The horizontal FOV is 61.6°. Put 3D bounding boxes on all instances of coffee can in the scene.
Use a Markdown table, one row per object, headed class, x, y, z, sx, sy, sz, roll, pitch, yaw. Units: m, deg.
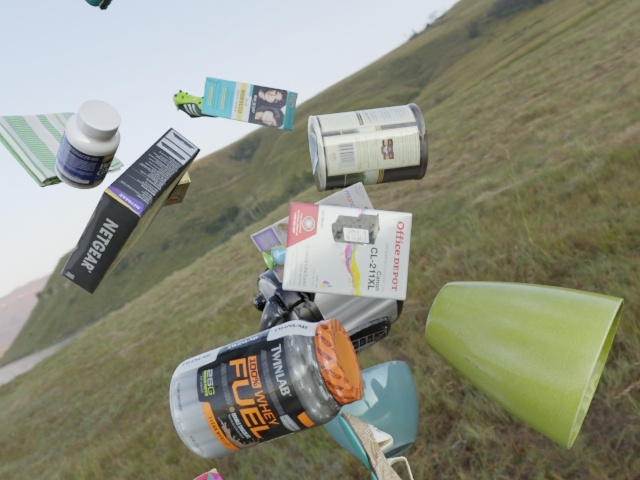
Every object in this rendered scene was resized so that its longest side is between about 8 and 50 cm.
| class | x | y | z | sx | sy | sz | roll | pitch | yaw |
| --- | --- | --- | --- | --- | --- | --- | --- | --- | --- |
| coffee can | 0.119 | -0.242 | 1.409 | 0.276 | 0.201 | 0.201 | -8 | 2 | -6 |

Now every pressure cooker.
| class | x | y | z | sx | sy | sz | roll | pitch | yaw |
| --- | --- | --- | --- | --- | --- | --- | --- | --- | --- |
| pressure cooker | -0.004 | 0.198 | 1.676 | 0.421 | 0.369 | 0.376 | -29 | 19 | -22 |

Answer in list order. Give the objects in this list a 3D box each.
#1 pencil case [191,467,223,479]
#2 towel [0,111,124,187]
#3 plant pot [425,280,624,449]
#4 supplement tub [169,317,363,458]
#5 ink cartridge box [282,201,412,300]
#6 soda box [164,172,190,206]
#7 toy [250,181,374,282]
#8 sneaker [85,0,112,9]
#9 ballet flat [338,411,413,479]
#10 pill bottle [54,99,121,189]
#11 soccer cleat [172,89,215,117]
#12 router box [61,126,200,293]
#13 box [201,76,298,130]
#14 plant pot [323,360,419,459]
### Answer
| class | x | y | z | sx | sy | sz | roll | pitch | yaw |
| --- | --- | --- | --- | --- | --- | --- | --- | --- | --- |
| pencil case | -0.330 | 0.650 | 1.292 | 0.237 | 0.104 | 0.104 | -18 | -1 | -29 |
| towel | -0.744 | -0.271 | 1.530 | 0.038 | 0.248 | 0.325 | -43 | -1 | 24 |
| plant pot | 0.355 | 0.186 | 0.992 | 0.294 | 0.274 | 0.275 | 20 | 32 | 32 |
| supplement tub | -0.101 | 0.282 | 1.052 | 0.338 | 0.207 | 0.207 | -23 | 4 | 12 |
| ink cartridge box | 0.038 | 0.016 | 0.779 | 0.175 | 0.127 | 0.072 | 5 | -4 | -1 |
| soda box | -0.392 | -0.147 | 1.424 | 0.058 | 0.061 | 0.181 | -16 | -7 | -25 |
| toy | 0.000 | 0.000 | 1.045 | 0.238 | 0.136 | 0.056 | -24 | 35 | 7 |
| sneaker | -0.535 | -0.678 | 1.354 | 0.178 | 0.123 | 0.296 | -42 | 22 | -19 |
| ballet flat | 0.104 | 0.366 | 0.892 | 0.067 | 0.206 | 0.073 | -24 | -38 | -12 |
| pill bottle | -0.424 | -0.176 | 0.987 | 0.094 | 0.094 | 0.169 | -30 | -10 | -45 |
| soccer cleat | -0.364 | -0.395 | 1.610 | 0.060 | 0.179 | 0.072 | -53 | -24 | -33 |
| router box | -0.394 | -0.059 | 1.114 | 0.309 | 0.081 | 0.242 | -43 | 15 | 40 |
| box | -0.187 | -0.357 | 1.401 | 0.245 | 0.100 | 0.060 | 14 | 13 | 18 |
| plant pot | 0.151 | 0.486 | 1.459 | 0.291 | 0.195 | 0.290 | -19 | -31 | -12 |
